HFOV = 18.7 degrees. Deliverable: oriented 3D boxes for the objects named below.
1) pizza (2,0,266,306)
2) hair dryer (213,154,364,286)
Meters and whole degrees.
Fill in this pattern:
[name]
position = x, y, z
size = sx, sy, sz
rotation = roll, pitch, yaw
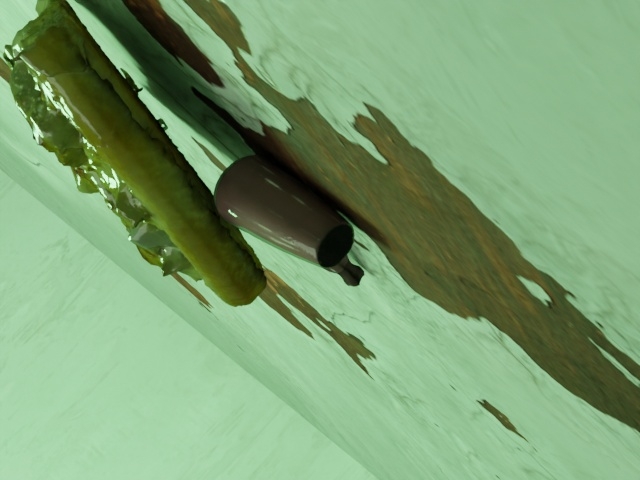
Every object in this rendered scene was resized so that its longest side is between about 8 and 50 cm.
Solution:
[pizza]
position = -0.157, -0.075, 1.454
size = 0.223, 0.089, 0.323
rotation = 50, 177, 44
[hair dryer]
position = -0.004, -0.002, 1.424
size = 0.106, 0.054, 0.154
rotation = 32, 178, 30
